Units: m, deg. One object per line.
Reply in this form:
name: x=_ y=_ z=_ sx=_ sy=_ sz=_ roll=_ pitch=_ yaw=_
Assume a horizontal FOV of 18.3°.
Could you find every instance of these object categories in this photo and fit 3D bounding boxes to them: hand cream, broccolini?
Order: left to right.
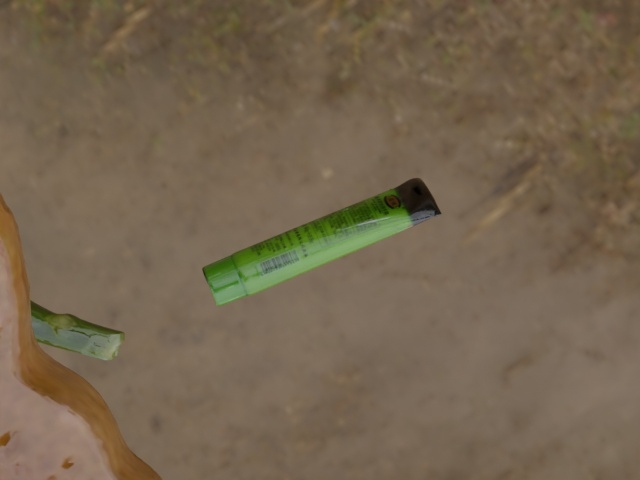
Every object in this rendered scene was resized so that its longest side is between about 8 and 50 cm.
broccolini: x=-0.241 y=0.051 z=1.366 sx=0.067 sy=0.216 sz=0.058 roll=-19 pitch=128 yaw=-82
hand cream: x=0.000 y=0.000 z=1.000 sx=0.122 sy=0.036 sz=0.023 roll=-23 pitch=125 yaw=-3

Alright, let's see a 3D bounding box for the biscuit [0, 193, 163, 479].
biscuit: x=-0.173 y=0.053 z=0.612 sx=0.202 sy=0.047 sz=0.334 roll=-33 pitch=103 yaw=2
